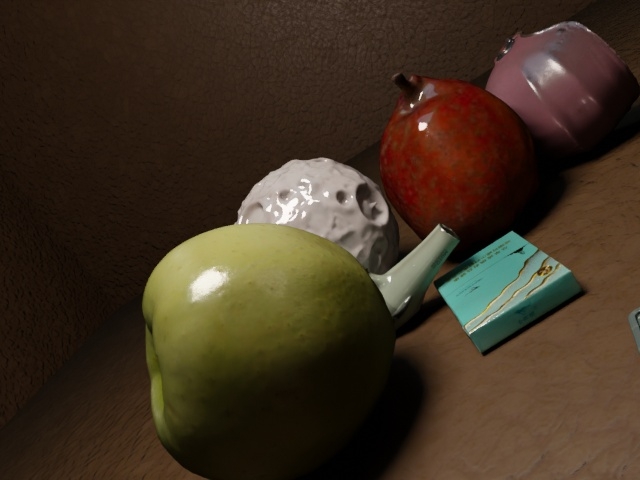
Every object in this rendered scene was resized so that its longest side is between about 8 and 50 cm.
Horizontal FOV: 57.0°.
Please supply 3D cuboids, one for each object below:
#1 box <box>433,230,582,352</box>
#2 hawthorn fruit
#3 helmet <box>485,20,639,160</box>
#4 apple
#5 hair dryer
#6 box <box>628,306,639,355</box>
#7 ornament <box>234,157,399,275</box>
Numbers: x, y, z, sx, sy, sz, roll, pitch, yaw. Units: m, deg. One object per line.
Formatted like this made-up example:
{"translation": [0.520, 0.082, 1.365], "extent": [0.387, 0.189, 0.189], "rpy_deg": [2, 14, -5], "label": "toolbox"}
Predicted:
{"translation": [0.270, 0.069, 0.894], "extent": [0.162, 0.041, 0.229], "rpy_deg": [-34, 13, 6], "label": "box"}
{"translation": [0.253, -0.147, 1.127], "extent": [0.308, 0.325, 0.308], "rpy_deg": [-36, -15, -11], "label": "hawthorn fruit"}
{"translation": [0.452, -0.273, 1.198], "extent": [0.197, 0.271, 0.338], "rpy_deg": [-53, 19, -10], "label": "helmet"}
{"translation": [-0.074, 0.153, 0.813], "extent": [0.357, 0.357, 0.357], "rpy_deg": [-33, 13, 9], "label": "apple"}
{"translation": [0.102, 0.024, 0.962], "extent": [0.229, 0.267, 0.092], "rpy_deg": [-37, 27, 13], "label": "hair dryer"}
{"translation": [0.348, 0.100, 0.564], "extent": [0.074, 0.054, 0.099], "rpy_deg": [-27, 16, 27], "label": "box"}
{"translation": [0.000, 0.000, 1.170], "extent": [0.337, 0.337, 0.337], "rpy_deg": [-33, 13, 9], "label": "ornament"}
